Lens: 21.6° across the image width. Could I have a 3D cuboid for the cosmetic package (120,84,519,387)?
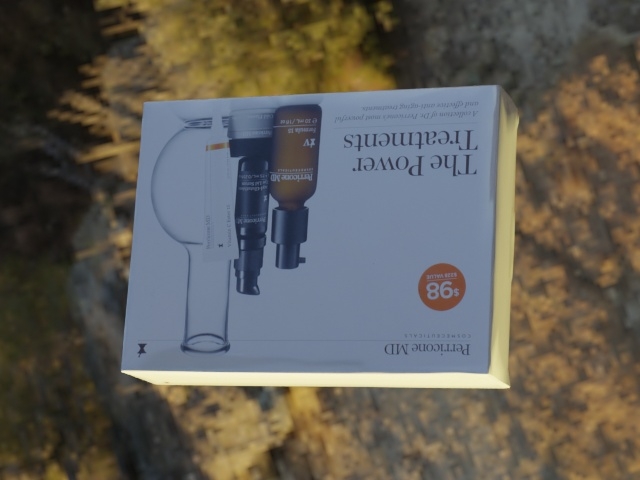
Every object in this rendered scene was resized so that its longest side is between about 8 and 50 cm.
[{"bbox_3d":[0.000,0.000,1.656,0.097,0.377,0.284,31,-121,-68],"label":"cosmetic package"}]
